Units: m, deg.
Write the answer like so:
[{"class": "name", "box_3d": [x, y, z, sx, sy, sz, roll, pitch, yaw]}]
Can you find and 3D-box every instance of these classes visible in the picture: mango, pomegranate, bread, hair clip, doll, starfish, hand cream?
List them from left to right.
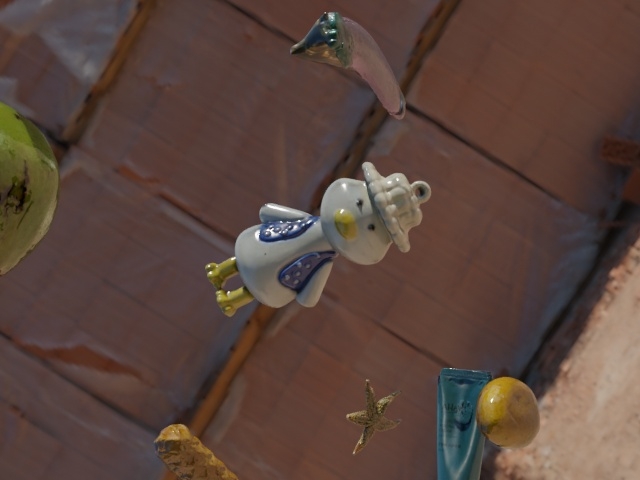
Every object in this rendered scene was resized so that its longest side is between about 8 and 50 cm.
[{"class": "pomegranate", "box_3d": [-0.466, -0.098, 1.412, 0.260, 0.260, 0.340, -106, 6, -85]}, {"class": "bread", "box_3d": [-0.125, 0.262, 1.240, 0.052, 0.157, 0.044, -22, 29, 35]}, {"class": "doll", "box_3d": [0.000, 0.000, 1.359, 0.293, 0.138, 0.119, -25, -13, 9]}, {"class": "hair clip", "box_3d": [0.064, -0.292, 1.831, 0.095, 0.110, 0.359, -54, -26, 12]}, {"class": "starfish", "box_3d": [0.061, 0.207, 1.284, 0.016, 0.092, 0.086, 13, 82, 46]}, {"class": "hand cream", "box_3d": [0.199, 0.295, 1.586, 0.048, 0.083, 0.224, 16, -103, -59]}, {"class": "mango", "box_3d": [0.197, 0.185, 1.190, 0.057, 0.079, 0.114, -18, -5, 28]}]
